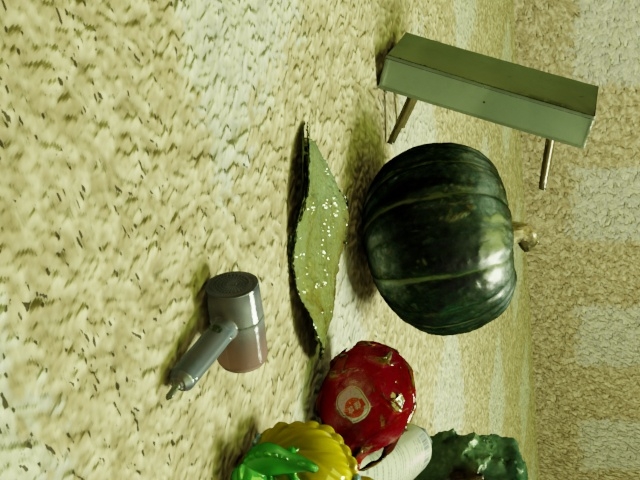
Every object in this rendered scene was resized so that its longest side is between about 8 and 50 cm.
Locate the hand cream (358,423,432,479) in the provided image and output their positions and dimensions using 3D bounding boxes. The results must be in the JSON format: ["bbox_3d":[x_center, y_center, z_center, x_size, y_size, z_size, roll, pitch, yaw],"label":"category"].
[{"bbox_3d":[0.064,0.248,1.145,0.276,0.059,0.095,-7,102,-70],"label":"hand cream"}]

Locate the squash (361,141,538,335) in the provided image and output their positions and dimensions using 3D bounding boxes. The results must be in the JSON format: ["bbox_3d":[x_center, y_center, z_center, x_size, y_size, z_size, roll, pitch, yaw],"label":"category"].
[{"bbox_3d":[0.133,-0.003,1.147,0.218,0.172,0.218,53,16,-22],"label":"squash"}]

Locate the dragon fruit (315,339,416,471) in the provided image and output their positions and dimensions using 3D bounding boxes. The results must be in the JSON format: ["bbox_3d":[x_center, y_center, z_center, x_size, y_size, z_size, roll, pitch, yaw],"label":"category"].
[{"bbox_3d":[0.032,0.175,0.971,0.094,0.094,0.191,65,42,-57],"label":"dragon fruit"}]

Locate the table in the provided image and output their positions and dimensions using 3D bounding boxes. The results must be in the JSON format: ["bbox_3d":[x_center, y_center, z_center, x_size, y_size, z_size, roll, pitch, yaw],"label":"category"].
[{"bbox_3d":[0.189,-0.147,1.244,0.121,0.240,0.111,-55,161,-61],"label":"table"}]

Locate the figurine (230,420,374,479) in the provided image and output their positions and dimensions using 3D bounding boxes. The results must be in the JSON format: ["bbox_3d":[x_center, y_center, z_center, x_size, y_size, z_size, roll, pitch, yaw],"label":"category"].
[{"bbox_3d":[0.000,0.183,0.804,0.156,0.114,0.095,61,23,-57],"label":"figurine"}]

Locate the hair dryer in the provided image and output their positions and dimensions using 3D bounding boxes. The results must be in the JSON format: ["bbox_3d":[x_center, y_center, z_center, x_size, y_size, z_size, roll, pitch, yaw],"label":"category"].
[{"bbox_3d":[-0.071,0.074,0.697,0.114,0.037,0.063,-50,140,-54],"label":"hair dryer"}]

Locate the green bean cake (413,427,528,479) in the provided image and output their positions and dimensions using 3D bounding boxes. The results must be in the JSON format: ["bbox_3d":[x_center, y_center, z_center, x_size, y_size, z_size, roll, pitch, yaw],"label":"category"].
[{"bbox_3d":[0.169,0.382,1.313,0.300,0.169,0.308,72,24,-53],"label":"green bean cake"}]

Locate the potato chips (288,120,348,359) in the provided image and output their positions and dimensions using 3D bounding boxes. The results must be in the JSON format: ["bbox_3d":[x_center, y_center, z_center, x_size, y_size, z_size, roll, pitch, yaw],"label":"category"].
[{"bbox_3d":[0.000,0.000,0.953,0.142,0.026,0.209,-57,143,-56],"label":"potato chips"}]
